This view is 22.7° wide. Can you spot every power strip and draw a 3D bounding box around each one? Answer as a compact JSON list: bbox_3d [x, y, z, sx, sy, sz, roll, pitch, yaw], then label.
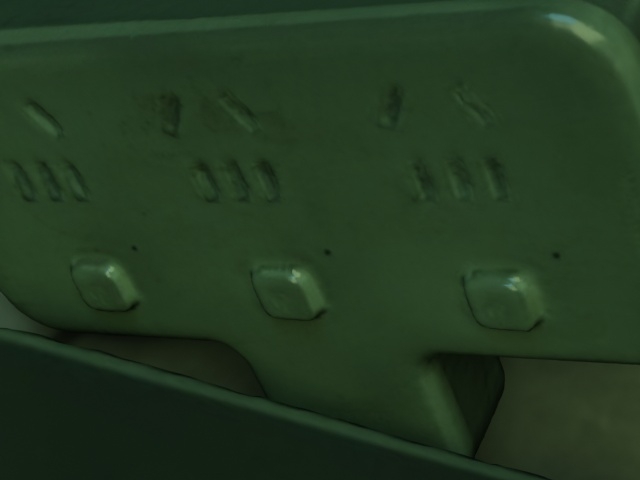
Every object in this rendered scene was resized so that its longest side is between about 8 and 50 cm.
[{"bbox_3d":[0.000,0.000,0.510,0.265,0.193,0.059,1,42,32],"label":"power strip"}]

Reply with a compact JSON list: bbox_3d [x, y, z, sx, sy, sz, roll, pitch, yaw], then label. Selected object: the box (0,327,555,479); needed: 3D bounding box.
[{"bbox_3d":[0.000,0.247,0.429,0.396,0.111,0.396,15,60,-4],"label":"box"}]
